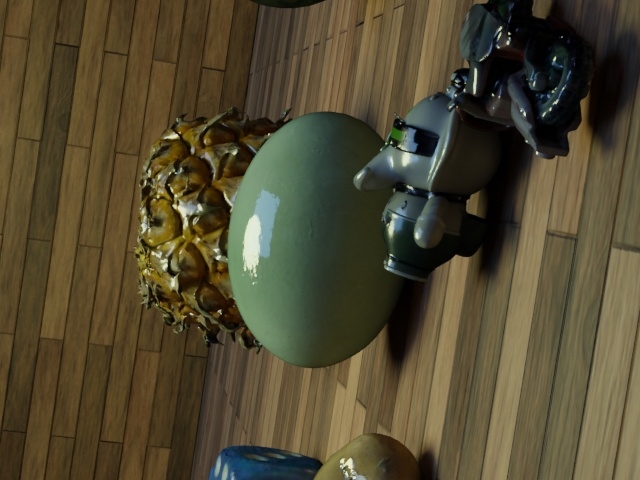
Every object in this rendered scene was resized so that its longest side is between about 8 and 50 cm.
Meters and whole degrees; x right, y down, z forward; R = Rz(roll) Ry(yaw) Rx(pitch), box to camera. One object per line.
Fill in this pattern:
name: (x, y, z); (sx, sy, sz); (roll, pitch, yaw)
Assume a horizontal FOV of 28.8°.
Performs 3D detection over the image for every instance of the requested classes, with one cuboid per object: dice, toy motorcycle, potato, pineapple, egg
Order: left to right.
pineapple: (-0.098, -0.007, 1.681); (0.352, 0.300, 0.352); (-176, 90, -84)
dice: (-0.074, 0.357, 1.668); (0.146, 0.146, 0.143); (-170, 90, -75)
egg: (0.000, 0.000, 1.365); (0.203, 0.203, 0.282); (-149, 63, -79)
potato: (0.043, 0.258, 1.217); (0.112, 0.112, 0.147); (-110, 36, -68)
toy motorcycle: (0.153, -0.123, 0.968); (0.213, 0.082, 0.122); (-107, 26, -64)

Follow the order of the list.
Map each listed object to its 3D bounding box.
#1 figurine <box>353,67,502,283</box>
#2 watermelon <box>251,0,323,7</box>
figurine: (0.102, -0.061, 1.107); (0.147, 0.126, 0.192); (-28, -41, -77)
watermelon: (-0.039, -0.463, 1.709); (0.359, 0.279, 0.278); (136, 140, -74)
